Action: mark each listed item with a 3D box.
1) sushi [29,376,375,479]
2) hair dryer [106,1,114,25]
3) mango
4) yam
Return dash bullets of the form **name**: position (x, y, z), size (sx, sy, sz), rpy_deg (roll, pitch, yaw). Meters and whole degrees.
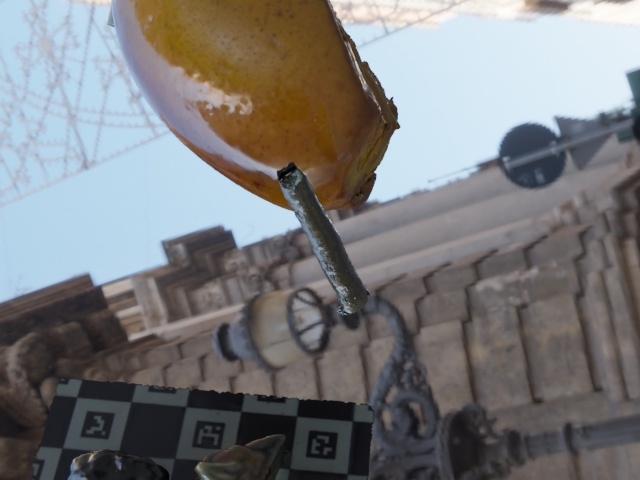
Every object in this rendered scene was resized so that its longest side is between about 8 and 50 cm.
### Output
- **sushi**: position (-0.137, 0.283, 0.991), size (0.064, 0.359, 0.343), rpy_deg (87, -171, -52)
- **hair dryer**: position (-0.287, -0.385, 1.344), size (0.088, 0.225, 0.218), rpy_deg (6, -100, -73)
- **mango**: position (-0.070, -0.180, 0.945), size (0.350, 0.201, 0.199), rpy_deg (43, -131, 8)
- **yam**: position (0.000, 0.000, 0.782), size (0.033, 0.027, 0.129), rpy_deg (-39, -66, -22)
